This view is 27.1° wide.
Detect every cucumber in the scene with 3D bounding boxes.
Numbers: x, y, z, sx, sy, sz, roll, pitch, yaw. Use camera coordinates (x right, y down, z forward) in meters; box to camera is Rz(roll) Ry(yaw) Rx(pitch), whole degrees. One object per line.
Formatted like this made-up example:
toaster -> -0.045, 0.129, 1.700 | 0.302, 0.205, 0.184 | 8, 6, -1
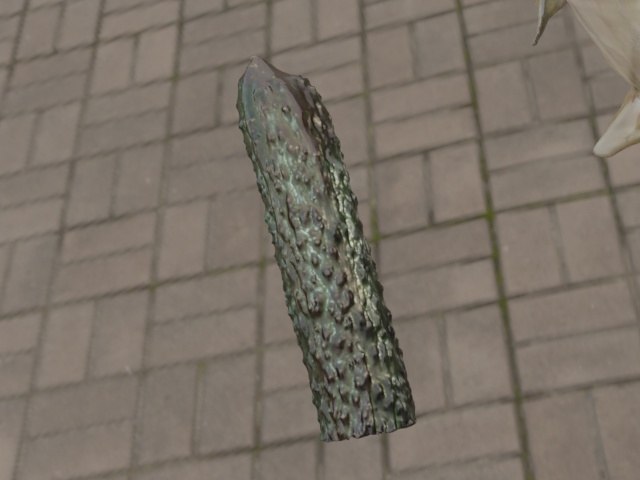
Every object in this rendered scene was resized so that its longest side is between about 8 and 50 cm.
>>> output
cucumber -> 0.000, 0.000, 1.197 | 0.096, 0.096, 0.359 | -14, 86, 8

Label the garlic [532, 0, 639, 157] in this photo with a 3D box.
garlic -> 0.118, -0.217, 0.551 | 0.286, 0.313, 0.249 | 1, 49, 47
